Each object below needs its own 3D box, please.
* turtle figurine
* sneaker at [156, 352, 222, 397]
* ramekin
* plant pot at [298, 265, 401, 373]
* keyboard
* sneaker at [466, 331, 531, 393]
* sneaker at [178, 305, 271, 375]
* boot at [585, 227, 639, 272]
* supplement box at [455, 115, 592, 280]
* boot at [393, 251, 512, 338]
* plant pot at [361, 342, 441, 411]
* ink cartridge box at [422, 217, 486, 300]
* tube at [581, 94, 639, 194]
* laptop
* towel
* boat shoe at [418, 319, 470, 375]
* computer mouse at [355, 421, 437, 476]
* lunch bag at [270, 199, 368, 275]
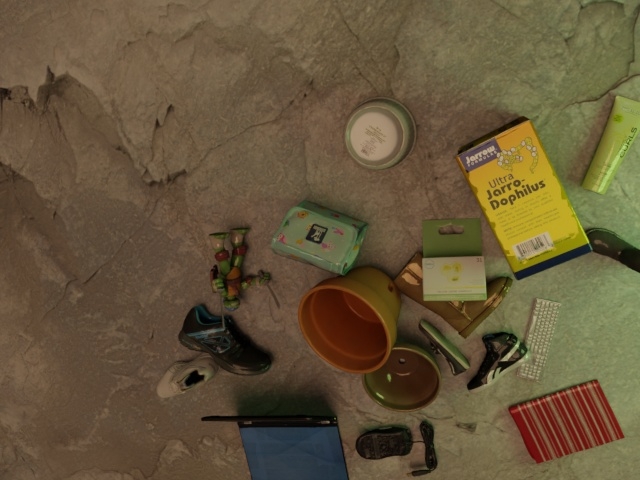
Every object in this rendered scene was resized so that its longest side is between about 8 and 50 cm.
[{"bbox_3d":[-0.247,0.102,1.632,0.197,0.274,0.267,-9,100,-17],"label":"turtle figurine"},{"bbox_3d":[-0.479,0.484,1.838,0.297,0.129,0.111,-33,96,23],"label":"sneaker"},{"bbox_3d":[0.159,-0.291,1.446,0.207,0.109,0.207,4,106,15],"label":"ramekin"},{"bbox_3d":[0.107,0.210,1.524,0.290,0.203,0.291,15,123,25],"label":"plant pot"},{"bbox_3d":[0.637,0.292,1.522,0.072,0.014,0.256,10,107,13],"label":"keyboard"},{"bbox_3d":[0.499,0.351,1.552,0.217,0.079,0.121,-41,85,17],"label":"sneaker"},{"bbox_3d":[-0.315,0.340,1.753,0.340,0.125,0.140,22,105,7],"label":"sneaker"},{"bbox_3d":[0.772,0.041,1.307,0.189,0.208,0.076,22,109,9],"label":"boot"},{"bbox_3d":[0.516,-0.114,1.346,0.195,0.194,0.357,-26,97,21],"label":"supplement box"},{"bbox_3d":[0.378,0.125,1.512,0.269,0.089,0.236,39,106,7],"label":"boot"},{"bbox_3d":[0.249,0.398,1.604,0.237,0.110,0.238,4,114,9],"label":"plant pot"},{"bbox_3d":[0.370,0.051,1.459,0.171,0.056,0.235,-2,82,13],"label":"ink cartridge box"},{"bbox_3d":[0.741,-0.237,1.322,0.070,0.062,0.240,11,107,-30],"label":"tube"},{"bbox_3d":[-0.139,0.714,1.754,0.381,0.408,0.237,-7,69,17],"label":"laptop"},{"bbox_3d":[0.727,0.542,1.557,0.274,0.031,0.199,-26,95,19],"label":"towel"},{"bbox_3d":[0.362,0.329,1.580,0.206,0.075,0.065,44,109,-4],"label":"boat shoe"},{"bbox_3d":[0.255,0.694,1.724,0.261,0.060,0.184,-14,97,7],"label":"computer mouse"},{"bbox_3d":[0.000,0.000,1.492,0.223,0.262,0.160,22,110,10],"label":"lunch bag"}]
